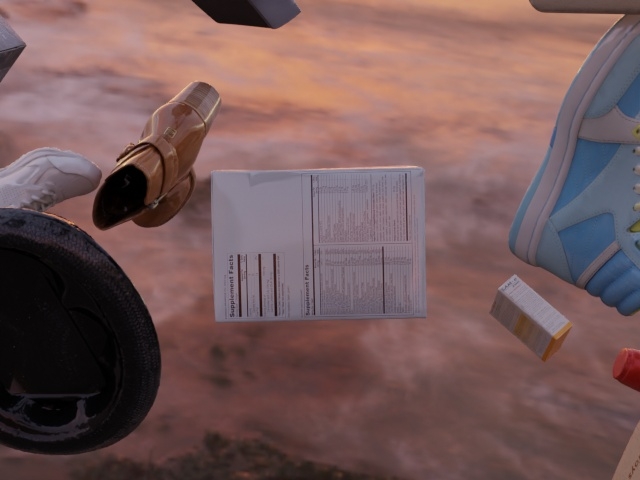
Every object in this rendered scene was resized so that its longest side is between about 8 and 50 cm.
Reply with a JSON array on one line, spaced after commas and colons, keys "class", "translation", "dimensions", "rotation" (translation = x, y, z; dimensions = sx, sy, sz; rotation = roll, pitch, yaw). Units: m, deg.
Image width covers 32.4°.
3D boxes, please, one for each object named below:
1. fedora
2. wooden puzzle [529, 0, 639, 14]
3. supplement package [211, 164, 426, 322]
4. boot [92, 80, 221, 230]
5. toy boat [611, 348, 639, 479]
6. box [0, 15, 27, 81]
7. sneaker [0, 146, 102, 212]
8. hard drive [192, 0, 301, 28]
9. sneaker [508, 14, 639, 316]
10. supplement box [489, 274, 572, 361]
[{"class": "fedora", "translation": [-0.323, 0.087, 1.300], "dimensions": [0.334, 0.334, 0.152], "rotation": [9, 30, 2]}, {"class": "wooden puzzle", "translation": [0.332, -0.305, 1.023], "dimensions": [0.221, 0.044, 0.238], "rotation": [13, 58, 44]}, {"class": "supplement package", "translation": [0.000, 0.000, 1.129], "dimensions": [0.203, 0.149, 0.194], "rotation": [-1, 2, 0]}, {"class": "boot", "translation": [-0.238, -0.069, 1.503], "dimensions": [0.109, 0.283, 0.220], "rotation": [36, 42, -7]}, {"class": "toy boat", "translation": [0.438, 0.227, 1.289], "dimensions": [0.148, 0.267, 0.318], "rotation": [21, 23, -2]}, {"class": "box", "translation": [-0.471, -0.243, 1.271], "dimensions": [0.231, 0.183, 0.056], "rotation": [49, 32, 2]}, {"class": "sneaker", "translation": [-0.401, -0.048, 1.461], "dimensions": [0.232, 0.090, 0.115], "rotation": [-12, 54, 6]}, {"class": "hard drive", "translation": [-0.155, -0.378, 1.476], "dimensions": [0.172, 0.054, 0.255], "rotation": [17, -20, 44]}, {"class": "sneaker", "translation": [0.331, -0.063, 1.091], "dimensions": [0.208, 0.319, 0.127], "rotation": [38, 44, 26]}, {"class": "supplement box", "translation": [0.267, 0.099, 1.403], "dimensions": [0.036, 0.062, 0.098], "rotation": [-37, 67, -25]}]
